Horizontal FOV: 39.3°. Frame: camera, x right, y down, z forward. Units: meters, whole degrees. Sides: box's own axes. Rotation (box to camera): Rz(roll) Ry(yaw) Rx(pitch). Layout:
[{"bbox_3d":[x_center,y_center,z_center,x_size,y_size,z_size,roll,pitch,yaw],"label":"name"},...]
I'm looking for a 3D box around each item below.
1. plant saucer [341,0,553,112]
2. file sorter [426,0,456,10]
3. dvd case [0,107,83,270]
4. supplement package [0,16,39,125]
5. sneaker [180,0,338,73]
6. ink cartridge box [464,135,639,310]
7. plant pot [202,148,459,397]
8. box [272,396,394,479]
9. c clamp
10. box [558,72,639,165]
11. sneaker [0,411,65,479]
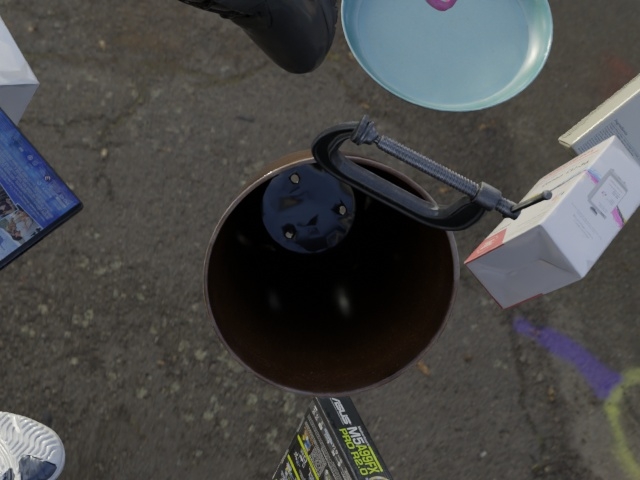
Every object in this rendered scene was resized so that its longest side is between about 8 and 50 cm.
[{"bbox_3d":[0.187,-0.325,1.345,0.318,0.043,0.317,2,69,-5],"label":"plant saucer"},{"bbox_3d":[0.171,-0.327,0.641,0.202,0.291,0.182,51,40,-22],"label":"file sorter"},{"bbox_3d":[-0.455,-0.035,1.127,0.253,0.022,0.180,-41,92,-21],"label":"dvd case"},{"bbox_3d":[-0.570,-0.257,1.334,0.194,0.149,0.203,-15,66,-48],"label":"supplement package"},{"bbox_3d":[-0.093,-0.219,0.673,0.109,0.286,0.130,6,57,44],"label":"sneaker"},{"bbox_3d":[0.243,-0.027,0.876,0.067,0.115,0.198,50,55,-3],"label":"ink cartridge box"},{"bbox_3d":[0.000,0.000,0.852,0.215,0.215,0.230,12,16,-9],"label":"plant pot"},{"bbox_3d":[0.032,0.391,1.303,0.060,0.216,0.270,-2,42,-30],"label":"box"},{"bbox_3d":[0.072,-0.049,0.653,0.161,0.137,0.022,25,71,-2],"label":"c clamp"},{"bbox_3d":[0.533,-0.206,1.450,0.113,0.275,0.094,50,9,-9],"label":"box"},{"bbox_3d":[-0.319,0.254,0.928,0.153,0.235,0.094,42,34,-46],"label":"sneaker"}]
